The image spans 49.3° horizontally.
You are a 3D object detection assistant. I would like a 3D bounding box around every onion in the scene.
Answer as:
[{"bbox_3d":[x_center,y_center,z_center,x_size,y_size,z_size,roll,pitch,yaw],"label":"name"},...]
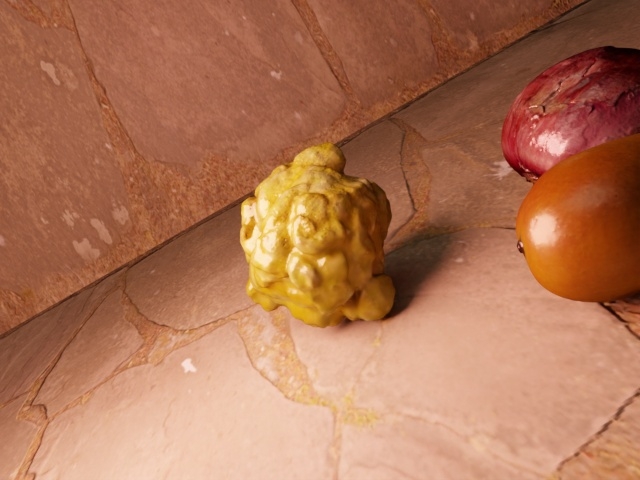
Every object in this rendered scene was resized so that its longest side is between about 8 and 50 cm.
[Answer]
[{"bbox_3d":[0.378,-0.203,0.975,0.284,0.120,0.227,-39,26,-9],"label":"onion"}]

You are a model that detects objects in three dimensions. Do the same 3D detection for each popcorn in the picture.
[{"bbox_3d":[0.000,0.000,0.975,0.235,0.241,0.250,-31,17,-15],"label":"popcorn"}]

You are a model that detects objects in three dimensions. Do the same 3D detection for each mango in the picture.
[{"bbox_3d":[0.303,-0.032,0.709,0.255,0.139,0.176,-30,25,-33],"label":"mango"}]
